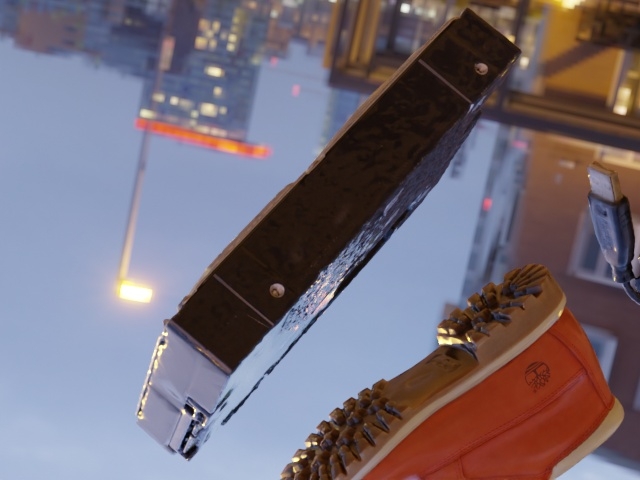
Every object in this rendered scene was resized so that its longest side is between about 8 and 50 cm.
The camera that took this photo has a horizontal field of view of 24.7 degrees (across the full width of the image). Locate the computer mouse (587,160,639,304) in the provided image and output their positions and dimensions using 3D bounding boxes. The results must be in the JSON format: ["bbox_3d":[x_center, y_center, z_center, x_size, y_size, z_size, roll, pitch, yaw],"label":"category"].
[{"bbox_3d":[0.228,-0.056,0.753,0.184,0.262,0.060,1,-133,20],"label":"computer mouse"}]

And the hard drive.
[{"bbox_3d":[0.000,0.000,1.089,0.064,0.339,0.237,39,155,6],"label":"hard drive"}]

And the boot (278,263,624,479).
[{"bbox_3d":[0.053,0.090,0.607,0.084,0.158,0.059,55,177,-16],"label":"boot"}]
